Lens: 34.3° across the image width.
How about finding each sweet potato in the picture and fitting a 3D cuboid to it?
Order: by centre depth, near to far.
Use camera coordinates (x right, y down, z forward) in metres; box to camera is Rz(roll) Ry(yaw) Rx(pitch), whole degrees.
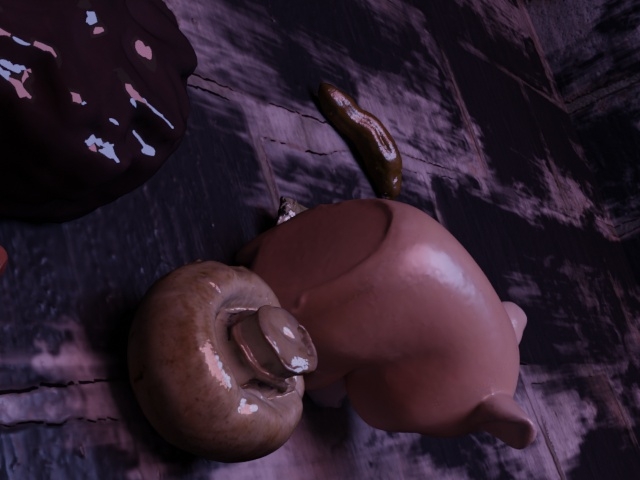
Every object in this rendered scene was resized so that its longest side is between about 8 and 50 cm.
[{"bbox_3d":[0.058,-0.137,1.344,0.182,0.054,0.053,52,20,-19],"label":"sweet potato"}]

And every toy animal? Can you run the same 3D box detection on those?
[{"bbox_3d":[0.063,0.087,0.976,0.256,0.213,0.195,51,26,-26],"label":"toy animal"}]

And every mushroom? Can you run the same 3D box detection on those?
[{"bbox_3d":[-0.074,0.091,0.819,0.166,0.127,0.166,48,24,-29],"label":"mushroom"}]

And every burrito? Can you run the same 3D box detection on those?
[{"bbox_3d":[0.002,0.000,1.127,0.171,0.042,0.051,27,74,-44],"label":"burrito"}]

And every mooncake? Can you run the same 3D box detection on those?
[{"bbox_3d":[-0.214,-0.157,0.772,0.283,0.141,0.283,44,30,-34],"label":"mooncake"}]

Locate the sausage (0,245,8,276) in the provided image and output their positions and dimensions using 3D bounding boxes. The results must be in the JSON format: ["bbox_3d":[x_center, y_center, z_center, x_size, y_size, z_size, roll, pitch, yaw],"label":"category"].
[{"bbox_3d":[-0.241,0.045,0.661,0.035,0.030,0.147,53,29,-23],"label":"sausage"}]
